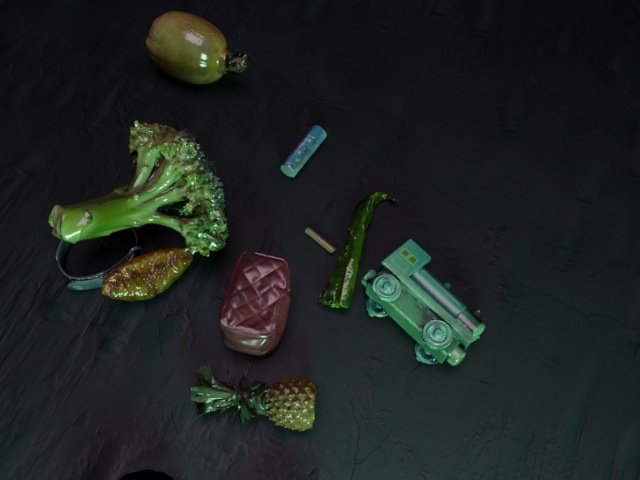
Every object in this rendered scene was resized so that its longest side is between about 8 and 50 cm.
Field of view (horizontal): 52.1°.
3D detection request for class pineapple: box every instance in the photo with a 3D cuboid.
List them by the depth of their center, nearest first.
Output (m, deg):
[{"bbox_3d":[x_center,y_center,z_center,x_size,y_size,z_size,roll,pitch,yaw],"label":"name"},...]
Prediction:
[{"bbox_3d":[-0.145,0.334,1.416,0.277,0.119,0.130,5,81,3],"label":"pineapple"}]

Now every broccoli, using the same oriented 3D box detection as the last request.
[{"bbox_3d":[-0.432,-0.131,1.573,0.396,0.275,0.353,-8,29,-6],"label":"broccoli"}]

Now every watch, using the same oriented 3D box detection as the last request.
[{"bbox_3d":[-0.533,0.022,1.596,0.206,0.068,0.193,-5,66,-1],"label":"watch"}]

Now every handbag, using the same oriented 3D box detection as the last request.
[{"bbox_3d":[-0.146,0.147,1.505,0.146,0.135,0.225,10,58,4],"label":"handbag"}]

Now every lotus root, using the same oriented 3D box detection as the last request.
[{"bbox_3d":[-0.341,-0.526,1.826,0.309,0.183,0.183,23,64,10],"label":"lotus root"}]

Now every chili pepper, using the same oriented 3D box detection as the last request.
[{"bbox_3d":[0.093,0.008,1.623,0.084,0.076,0.359,8,59,31],"label":"chili pepper"}]

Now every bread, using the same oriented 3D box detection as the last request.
[{"bbox_3d":[-0.410,0.084,1.554,0.233,0.076,0.105,-25,94,-28],"label":"bread"}]

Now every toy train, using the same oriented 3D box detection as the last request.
[{"bbox_3d":[0.242,0.148,1.526,0.194,0.120,0.298,-38,69,-24],"label":"toy train"}]

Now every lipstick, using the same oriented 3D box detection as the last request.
[{"bbox_3d":[0.000,0.000,1.649,0.094,0.019,0.019,40,68,17],"label":"lipstick"},{"bbox_3d":[-0.045,-0.240,1.758,0.048,0.048,0.158,30,66,14],"label":"lipstick"}]

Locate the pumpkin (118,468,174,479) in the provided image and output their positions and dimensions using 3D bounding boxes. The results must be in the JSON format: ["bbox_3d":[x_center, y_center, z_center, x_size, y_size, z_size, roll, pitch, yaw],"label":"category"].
[{"bbox_3d":[-0.347,0.551,1.283,0.194,0.150,0.194,-18,49,21],"label":"pumpkin"}]
